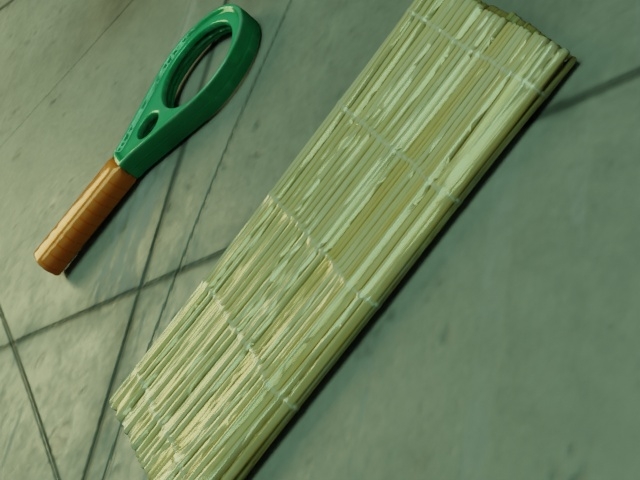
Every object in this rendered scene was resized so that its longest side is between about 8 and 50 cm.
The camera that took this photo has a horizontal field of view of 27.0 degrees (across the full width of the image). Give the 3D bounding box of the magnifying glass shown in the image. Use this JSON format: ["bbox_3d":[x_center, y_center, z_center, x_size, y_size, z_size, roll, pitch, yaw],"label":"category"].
[{"bbox_3d":[-0.125,-0.071,0.946,0.231,0.026,0.092,-52,31,6],"label":"magnifying glass"}]

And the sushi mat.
[{"bbox_3d":[0.000,0.000,0.717,0.316,0.019,0.151,-52,30,4],"label":"sushi mat"}]
